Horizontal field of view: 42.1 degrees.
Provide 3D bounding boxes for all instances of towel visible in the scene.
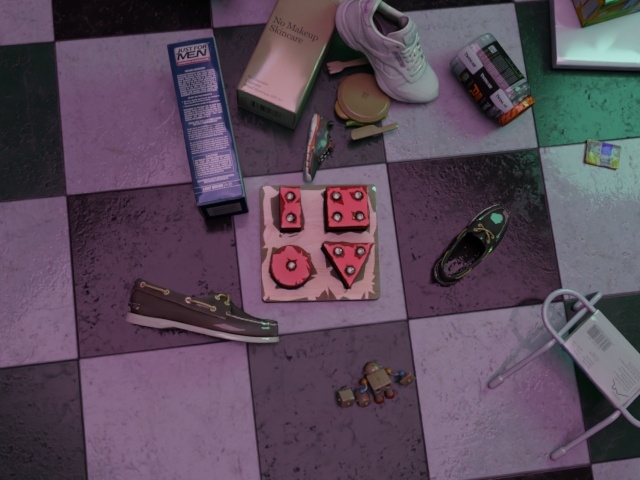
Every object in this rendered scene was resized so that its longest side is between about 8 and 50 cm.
[{"bbox_3d":[0.646,-0.198,1.901,0.083,0.009,0.060,14,79,-2],"label":"towel"}]

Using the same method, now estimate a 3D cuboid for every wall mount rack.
[{"bbox_3d":[0.550,0.286,1.762,0.304,0.130,0.350,-40,85,-13],"label":"wall mount rack"}]

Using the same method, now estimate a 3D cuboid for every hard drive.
[{"bbox_3d":[0.696,-0.500,1.938,0.318,0.040,0.210,1,80,-4],"label":"hard drive"}]

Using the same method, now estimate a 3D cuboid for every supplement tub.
[{"bbox_3d":[0.387,-0.356,1.854,0.117,0.117,0.190,-34,84,-9],"label":"supplement tub"}]

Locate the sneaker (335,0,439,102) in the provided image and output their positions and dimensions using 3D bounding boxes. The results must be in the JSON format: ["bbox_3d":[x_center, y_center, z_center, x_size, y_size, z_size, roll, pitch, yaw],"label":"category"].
[{"bbox_3d":[0.167,-0.403,1.791,0.305,0.152,0.114,38,71,-30],"label":"sneaker"}]

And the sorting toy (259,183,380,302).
[{"bbox_3d":[0.000,0.000,1.781,0.257,0.089,0.256,-1,81,-5],"label":"sorting toy"}]

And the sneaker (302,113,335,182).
[{"bbox_3d":[0.000,-0.202,1.832,0.064,0.061,0.158,11,81,-9],"label":"sneaker"}]

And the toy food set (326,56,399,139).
[{"bbox_3d":[0.093,-0.318,1.872,0.132,0.038,0.192,-14,77,-13],"label":"toy food set"}]

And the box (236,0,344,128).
[{"bbox_3d":[-0.059,-0.423,1.830,0.148,0.121,0.311,22,80,0],"label":"box"}]

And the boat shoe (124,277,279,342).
[{"bbox_3d":[-0.240,0.150,1.729,0.324,0.116,0.097,9,83,3],"label":"boat shoe"}]

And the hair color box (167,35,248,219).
[{"bbox_3d":[-0.236,-0.232,1.760,0.105,0.174,0.347,-11,81,-4],"label":"hair color box"}]

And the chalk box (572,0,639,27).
[{"bbox_3d":[0.685,-0.586,1.864,0.213,0.132,0.132,-17,82,-6],"label":"chalk box"}]

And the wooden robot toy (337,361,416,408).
[{"bbox_3d":[0.112,0.298,1.766,0.173,0.076,0.079,-22,48,-7],"label":"wooden robot toy"}]

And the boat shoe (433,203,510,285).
[{"bbox_3d":[0.341,0.007,1.815,0.081,0.069,0.228,42,80,3],"label":"boat shoe"}]
